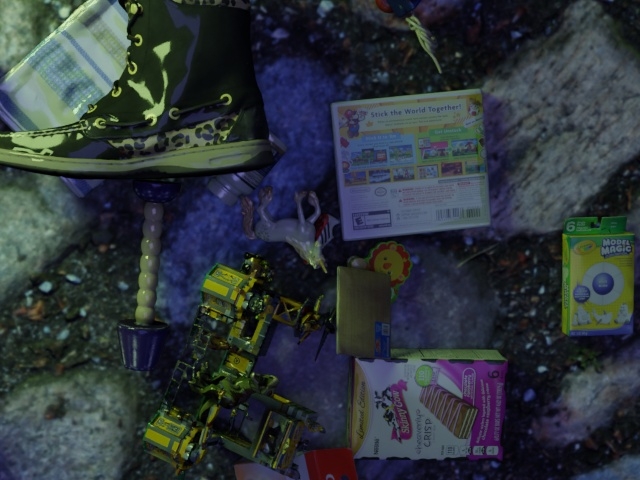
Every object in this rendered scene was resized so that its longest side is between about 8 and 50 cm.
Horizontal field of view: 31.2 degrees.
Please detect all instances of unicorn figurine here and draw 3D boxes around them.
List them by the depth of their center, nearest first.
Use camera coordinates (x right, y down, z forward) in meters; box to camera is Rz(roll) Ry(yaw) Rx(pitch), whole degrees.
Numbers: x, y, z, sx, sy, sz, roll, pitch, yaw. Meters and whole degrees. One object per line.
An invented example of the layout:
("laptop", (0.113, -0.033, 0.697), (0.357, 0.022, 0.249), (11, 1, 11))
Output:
("unicorn figurine", (-0.041, -0.019, 1.669), (0.162, 0.060, 0.111), (8, 97, 30))

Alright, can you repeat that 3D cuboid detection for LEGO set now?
("LEGO set", (-0.081, 0.198, 1.600), (0.192, 0.255, 0.331), (21, 83, 19))

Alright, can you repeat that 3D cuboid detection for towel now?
("towel", (-0.312, -0.223, 1.637), (0.285, 0.034, 0.209), (-41, 100, 0))

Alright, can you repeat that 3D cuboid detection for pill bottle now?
("pill bottle", (-0.109, -0.109, 1.654), (0.067, 0.067, 0.120), (40, 92, -9))

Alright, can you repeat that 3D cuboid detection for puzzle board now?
("puzzle board", (0.062, 0.106, 1.662), (0.096, 0.011, 0.128), (11, 74, -35))

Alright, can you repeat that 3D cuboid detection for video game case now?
("video game case", (0.135, -0.112, 1.699), (0.227, 0.026, 0.206), (-6, 98, -4))

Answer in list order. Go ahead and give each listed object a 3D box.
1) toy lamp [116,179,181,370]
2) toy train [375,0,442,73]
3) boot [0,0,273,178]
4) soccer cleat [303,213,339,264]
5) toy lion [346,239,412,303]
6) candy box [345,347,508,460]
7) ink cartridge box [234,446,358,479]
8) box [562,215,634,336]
("toy lamp", (-0.250, 0.051, 1.658), (0.080, 0.080, 0.275), (5, 94, -6))
("toy train", (0.153, -0.379, 1.636), (0.143, 0.105, 0.248), (-38, 99, -13))
("boot", (-0.256, -0.226, 1.562), (0.377, 0.138, 0.284), (-1, 92, 2))
("soccer cleat", (0.000, 0.000, 1.699), (0.035, 0.029, 0.083), (16, 103, -32))
("toy lion", (0.092, 0.052, 1.715), (0.096, 0.034, 0.100), (-11, 98, -12))
("candy box", (0.159, 0.246, 1.724), (0.233, 0.071, 0.159), (1, 98, -5))
("ink cartridge box", (-0.029, 0.389, 1.707), (0.179, 0.045, 0.145), (-8, 99, 21))
("box", (0.423, 0.054, 1.740), (0.105, 0.043, 0.179), (-3, 96, -6))
